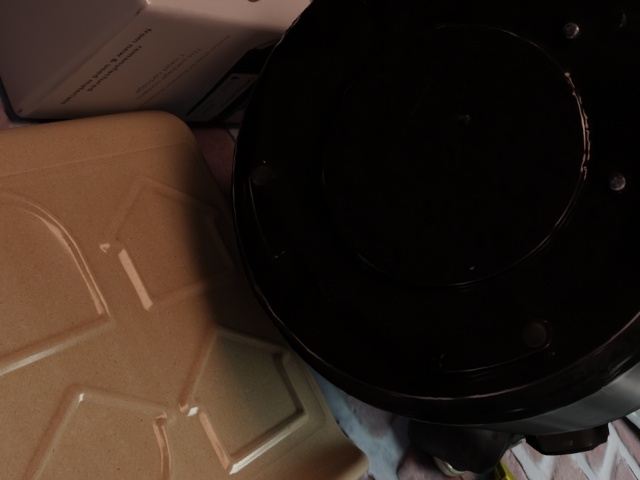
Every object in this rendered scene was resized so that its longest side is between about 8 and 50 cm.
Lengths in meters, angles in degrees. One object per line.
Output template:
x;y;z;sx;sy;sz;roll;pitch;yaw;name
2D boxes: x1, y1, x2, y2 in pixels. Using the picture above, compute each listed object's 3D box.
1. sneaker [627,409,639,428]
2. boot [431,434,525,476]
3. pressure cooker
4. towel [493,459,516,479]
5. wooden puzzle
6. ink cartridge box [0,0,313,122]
0.453;0.207;1.407;0.258;0.094;0.091;51;15;-24;sneaker
0.223;0.163;1.016;0.236;0.179;0.085;-11;75;-57;boot
0.164;-0.012;0.827;0.420;0.370;0.375;25;39;-63;pressure cooker
0.252;0.334;1.032;0.237;0.021;0.102;54;3;-1;towel
-0.143;0.075;0.680;0.347;0.080;0.322;59;32;6;wooden puzzle
-0.120;-0.267;0.878;0.395;0.166;0.285;-10;73;-56;ink cartridge box
